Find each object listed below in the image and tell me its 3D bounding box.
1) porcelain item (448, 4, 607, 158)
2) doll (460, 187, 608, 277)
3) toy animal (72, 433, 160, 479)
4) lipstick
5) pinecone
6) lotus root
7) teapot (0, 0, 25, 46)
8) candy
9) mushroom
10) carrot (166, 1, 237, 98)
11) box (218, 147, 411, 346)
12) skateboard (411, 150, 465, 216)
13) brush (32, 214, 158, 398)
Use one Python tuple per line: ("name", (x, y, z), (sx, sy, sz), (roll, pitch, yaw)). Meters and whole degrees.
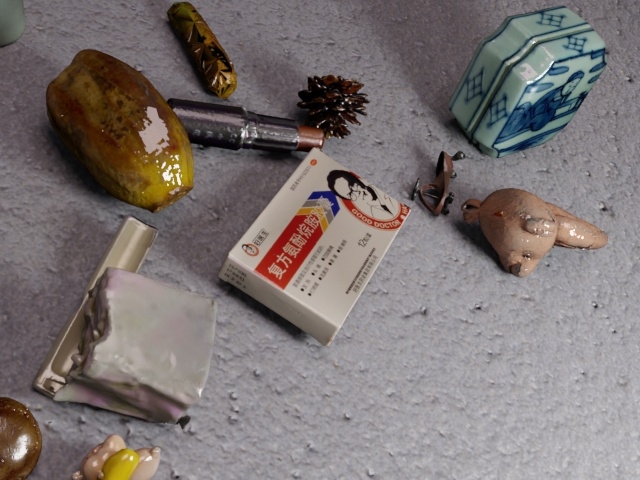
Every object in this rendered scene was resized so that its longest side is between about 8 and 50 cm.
("porcelain item", (0.421, -0.313, 2.087), (0.281, 0.286, 0.157), (-19, 59, -39))
("doll", (0.418, 0.000, 1.958), (0.303, 0.156, 0.201), (14, 5, -40))
("toy animal", (-0.274, 0.294, 1.390), (0.114, 0.091, 0.082), (-27, 55, -37))
("lipstick", (-0.137, -0.199, 1.853), (0.299, 0.081, 0.081), (5, 52, -21))
("pinecone", (0.021, -0.251, 1.947), (0.140, 0.140, 0.121), (3, 86, -25))
("lotus root", (-0.313, -0.169, 1.691), (0.193, 0.193, 0.291), (-28, 67, -39))
("teapot", (-0.579, -0.447, 1.783), (0.162, 0.149, 0.239), (20, 48, -10))
("candy", (-0.250, 0.155, 1.449), (0.195, 0.137, 0.185), (22, 57, -23))
("mushroom", (-0.422, 0.267, 1.347), (0.127, 0.087, 0.127), (13, 68, -34))
("carrot", (-0.223, -0.365, 1.955), (0.069, 0.069, 0.229), (-13, 60, -34))
("box", (0.000, 0.000, 1.757), (0.214, 0.069, 0.353), (33, 41, 2))
("skateboard", (0.223, -0.111, 1.982), (0.080, 0.067, 0.151), (18, 51, 0))
("brush", (-0.333, 0.100, 1.544), (0.060, 0.050, 0.321), (28, 54, -8))
